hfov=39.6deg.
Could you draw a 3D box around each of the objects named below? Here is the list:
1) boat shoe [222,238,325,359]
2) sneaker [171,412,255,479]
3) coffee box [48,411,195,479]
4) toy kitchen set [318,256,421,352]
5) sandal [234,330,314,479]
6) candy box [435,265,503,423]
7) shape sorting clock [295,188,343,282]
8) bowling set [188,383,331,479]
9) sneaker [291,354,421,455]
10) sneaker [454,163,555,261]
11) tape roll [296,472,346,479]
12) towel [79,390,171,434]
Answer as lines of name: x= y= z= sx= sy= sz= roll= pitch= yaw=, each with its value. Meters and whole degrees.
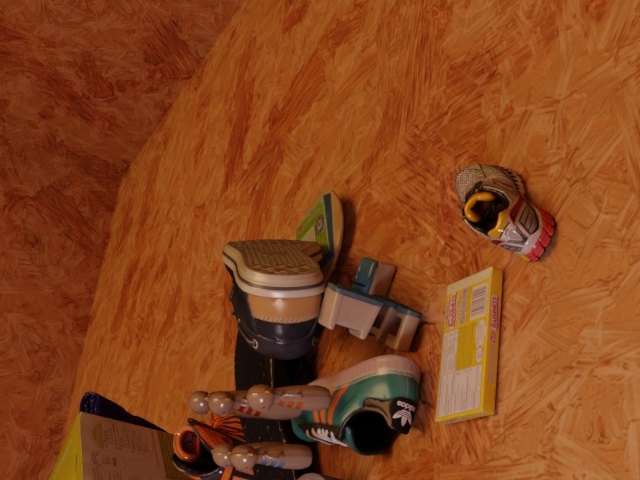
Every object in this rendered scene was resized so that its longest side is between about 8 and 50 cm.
boat shoe: x=-0.078 y=0.086 z=1.557 sx=0.500 sy=0.187 sz=0.155 roll=-124 pitch=34 yaw=-79
sneaker: x=-0.205 y=0.378 z=1.744 sx=0.124 sy=0.180 sz=0.321 roll=-68 pitch=23 yaw=4
coffee box: x=-0.378 y=0.596 z=1.756 sx=0.337 sy=0.335 sz=0.338 roll=-64 pitch=24 yaw=14
toy kitchen set: x=0.058 y=0.083 z=1.421 sx=0.207 sy=0.166 sz=0.122 roll=18 pitch=88 yaw=66
sandal: x=-0.072 y=0.309 z=1.638 sx=0.167 sy=0.107 sz=0.445 roll=-45 pitch=46 yaw=42
candy box: x=0.205 y=0.145 z=1.226 sx=0.105 sy=0.027 sz=0.205 roll=-34 pitch=42 yaw=57
shape sorting clock: x=0.000 y=0.000 z=1.769 sx=0.206 sy=0.040 sz=0.206 roll=-173 pitch=90 yaw=-66
bowling set: x=-0.103 y=0.320 z=1.379 sx=0.287 sy=0.154 sz=0.199 roll=148 pitch=125 yaw=-62
sneaker: x=0.041 y=0.279 z=1.379 sx=0.302 sy=0.108 sz=0.121 roll=-39 pitch=34 yaw=48
sneaker: x=0.237 y=-0.056 z=1.231 sx=0.088 sy=0.093 sz=0.225 roll=-63 pitch=24 yaw=16
tape roll: x=-0.003 y=0.474 z=1.367 sx=0.219 sy=0.072 sz=0.219 roll=-48 pitch=31 yaw=42
towel: x=-0.432 y=0.497 z=2.026 sx=0.076 sy=0.308 sz=0.227 roll=-20 pitch=49 yaw=27
